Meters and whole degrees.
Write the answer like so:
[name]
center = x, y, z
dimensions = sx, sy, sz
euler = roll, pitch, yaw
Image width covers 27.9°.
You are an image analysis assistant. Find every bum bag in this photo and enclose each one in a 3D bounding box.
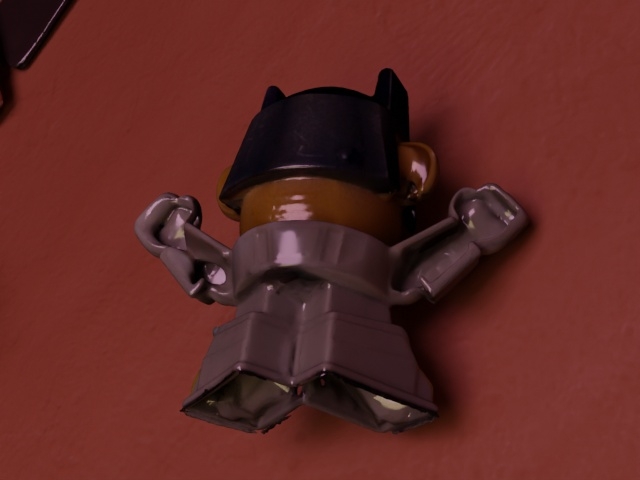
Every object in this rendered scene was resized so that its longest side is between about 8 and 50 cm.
[bum bag]
center = -0.312, -0.271, 1.414
dimensions = 0.159, 0.026, 0.109
euler = -53, 50, 6

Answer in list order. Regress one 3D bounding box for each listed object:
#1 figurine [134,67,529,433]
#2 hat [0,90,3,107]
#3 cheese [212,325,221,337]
[figurine]
center = 0.003, -0.001, 0.976
dimensions = 0.309, 0.143, 0.308
euler = 1, 67, -3
[hat]
center = -0.469, -0.214, 1.453
dimensions = 0.237, 0.107, 0.286
euler = -22, 63, 16
[cheese]
center = -0.035, 0.074, 1.056
dimensions = 0.121, 0.026, 0.067
euler = -30, 56, 22
